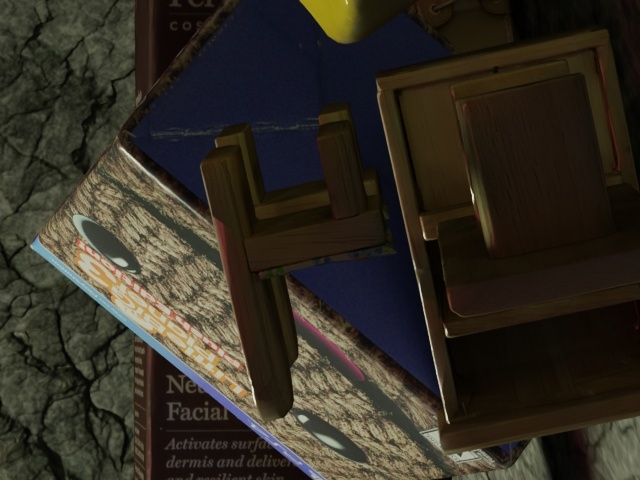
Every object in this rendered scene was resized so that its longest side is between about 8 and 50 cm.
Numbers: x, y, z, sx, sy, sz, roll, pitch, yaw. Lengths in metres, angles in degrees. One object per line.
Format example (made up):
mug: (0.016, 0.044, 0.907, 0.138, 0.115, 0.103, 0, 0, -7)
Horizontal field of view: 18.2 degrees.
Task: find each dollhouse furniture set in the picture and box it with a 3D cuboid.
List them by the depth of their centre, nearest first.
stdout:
dollhouse furniture set: (0.084, 0.014, 0.739, 0.242, 0.212, 0.161, -79, -24, -81)

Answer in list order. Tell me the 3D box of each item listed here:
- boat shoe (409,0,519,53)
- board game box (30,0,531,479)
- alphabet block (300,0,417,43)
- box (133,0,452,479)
boat shoe: (0.071, -0.143, 1.083, 0.059, 0.063, 0.170, 84, 171, -77)
board game box: (0.000, 0.000, 1.020, 0.232, 0.141, 0.291, 40, 163, -5)
alphabet block: (0.032, -0.209, 0.565, 0.192, 0.197, 0.193, 52, 166, 16)
box: (-0.019, 0.021, 1.241, 0.143, 0.191, 0.381, 161, 109, -81)
